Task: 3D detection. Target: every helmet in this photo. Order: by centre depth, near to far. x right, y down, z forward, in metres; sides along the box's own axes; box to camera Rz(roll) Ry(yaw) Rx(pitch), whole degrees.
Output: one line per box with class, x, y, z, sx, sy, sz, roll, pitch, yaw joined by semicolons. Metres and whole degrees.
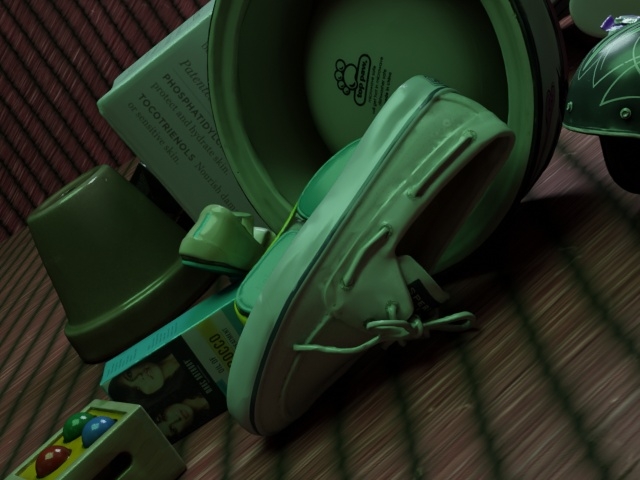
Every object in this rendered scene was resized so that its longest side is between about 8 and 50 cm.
helmet;0.297;-0.113;0.902;0.169;0.161;0.169;-31;16;10

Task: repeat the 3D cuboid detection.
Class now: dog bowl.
dog bowl;0.077;-0.166;1.125;0.408;0.408;0.150;-19;4;42

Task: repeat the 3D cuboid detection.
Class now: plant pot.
plant pot;-0.322;0.018;1.616;0.263;0.229;0.263;-32;16;10

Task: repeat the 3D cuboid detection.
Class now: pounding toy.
pounding toy;-0.225;0.241;1.012;0.181;0.094;0.206;-42;18;-28

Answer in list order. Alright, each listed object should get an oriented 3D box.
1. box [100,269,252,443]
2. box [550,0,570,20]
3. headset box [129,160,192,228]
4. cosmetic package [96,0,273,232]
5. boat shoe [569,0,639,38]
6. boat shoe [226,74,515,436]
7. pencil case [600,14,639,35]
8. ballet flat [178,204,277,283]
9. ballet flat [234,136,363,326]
box;-0.105;0.116;1.131;0.244;0.100;0.060;-33;15;4
box;0.322;-0.370;1.542;0.169;0.087;0.290;-46;-6;24
headset box;-0.235;-0.128;1.962;0.293;0.110;0.218;-47;-2;-41
cosmetic package;-0.054;-0.211;1.520;0.393;0.327;0.329;-38;15;4
boat shoe;0.492;-0.378;1.427;0.340;0.127;0.158;-27;4;13
boat shoe;0.064;0.041;0.957;0.156;0.136;0.367;32;89;28
pencil case;0.408;-0.232;1.174;0.086;0.088;0.206;-44;19;-27
ballet flat;-0.080;0.014;1.208;0.086;0.086;0.248;-31;-20;9
ballet flat;0.000;0.000;1.058;0.077;0.077;0.231;28;74;36
